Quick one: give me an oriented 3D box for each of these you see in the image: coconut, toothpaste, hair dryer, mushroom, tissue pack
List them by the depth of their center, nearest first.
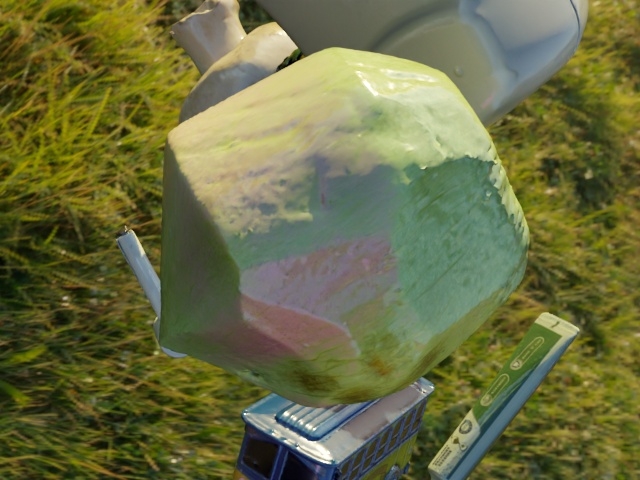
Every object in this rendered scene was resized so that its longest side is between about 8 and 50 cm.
[{"bbox_3d":[0.000,0.000,0.581,0.236,0.236,0.205,-26,79,-37],"label":"coconut"},{"bbox_3d":[0.077,-0.255,0.859,0.333,0.229,0.236,51,49,-4],"label":"tissue pack"},{"bbox_3d":[0.292,0.287,1.604,0.061,0.099,0.392,43,82,-30],"label":"toothpaste"},{"bbox_3d":[-0.278,0.081,1.610,0.073,0.131,0.236,-25,99,-9],"label":"hair dryer"},{"bbox_3d":[-0.135,-0.266,1.629,0.290,0.297,0.297,48,54,7],"label":"mushroom"}]

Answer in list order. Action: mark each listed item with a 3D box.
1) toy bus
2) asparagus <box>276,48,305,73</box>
[{"bbox_3d":[0.014,0.263,1.215,0.287,0.138,0.175,-20,129,-57],"label":"toy bus"},{"bbox_3d":[0.093,-0.229,1.311,0.108,0.382,0.128,-38,116,-33],"label":"asparagus"}]
